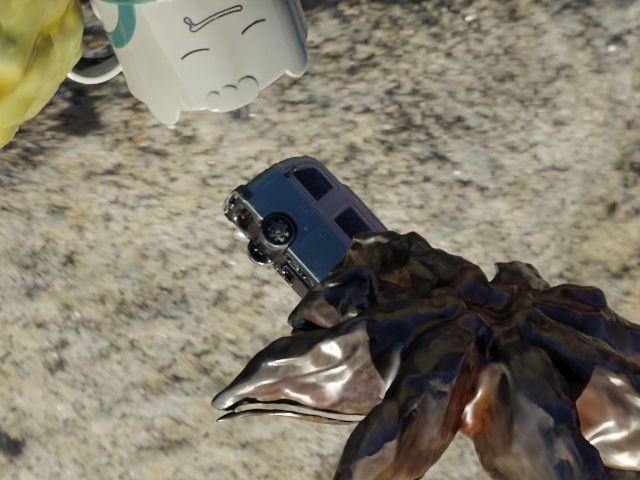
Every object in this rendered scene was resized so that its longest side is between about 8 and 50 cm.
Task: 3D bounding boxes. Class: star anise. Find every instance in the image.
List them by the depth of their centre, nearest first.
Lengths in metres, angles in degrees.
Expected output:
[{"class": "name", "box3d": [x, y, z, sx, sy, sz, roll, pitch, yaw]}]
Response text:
[{"class": "star anise", "box3d": [0.045, 0.033, 0.387, 0.141, 0.141, 0.042, 4, 119, -18]}]

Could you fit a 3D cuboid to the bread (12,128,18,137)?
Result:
[{"class": "bread", "box3d": [-0.274, -0.173, 0.941, 0.156, 0.260, 0.158, -32, 145, -43]}]

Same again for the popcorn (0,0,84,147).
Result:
[{"class": "popcorn", "box3d": [-0.256, -0.159, 0.648, 0.334, 0.294, 0.292, 29, 41, -5]}]

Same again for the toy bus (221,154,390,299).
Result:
[{"class": "toy bus", "box3d": [0.000, 0.000, 0.959, 0.075, 0.060, 0.123, -41, 88, -20]}]

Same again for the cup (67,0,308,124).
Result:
[{"class": "cup", "box3d": [-0.176, -0.282, 1.608, 0.289, 0.219, 0.258, -21, 122, -1]}]
